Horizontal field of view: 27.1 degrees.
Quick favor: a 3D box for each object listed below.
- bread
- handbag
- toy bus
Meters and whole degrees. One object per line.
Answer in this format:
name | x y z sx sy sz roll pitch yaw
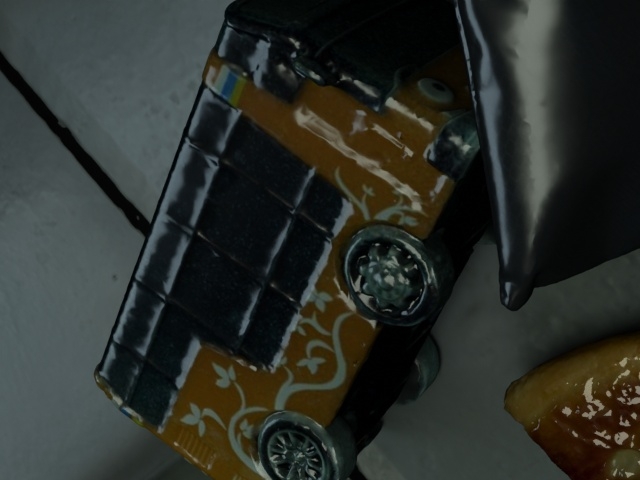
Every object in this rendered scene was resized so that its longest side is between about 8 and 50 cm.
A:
bread | 0.163 0.098 0.700 0.135 0.054 0.154 14 112 22
handbag | 0.150 -0.117 0.550 0.211 0.088 0.254 -16 104 -10
toy bus | 0.000 0.000 0.699 0.167 0.138 0.275 35 126 13
